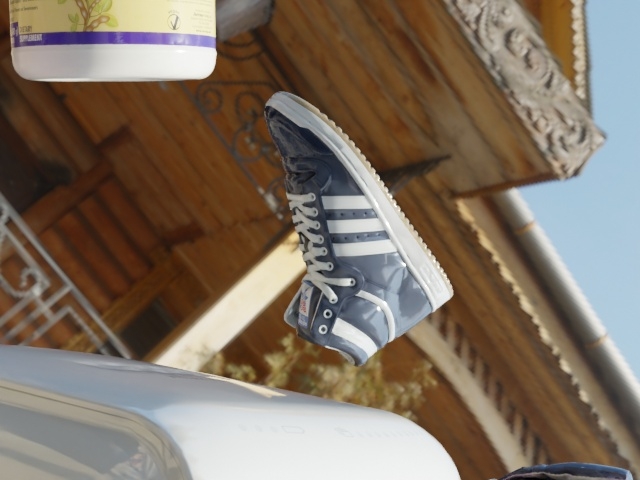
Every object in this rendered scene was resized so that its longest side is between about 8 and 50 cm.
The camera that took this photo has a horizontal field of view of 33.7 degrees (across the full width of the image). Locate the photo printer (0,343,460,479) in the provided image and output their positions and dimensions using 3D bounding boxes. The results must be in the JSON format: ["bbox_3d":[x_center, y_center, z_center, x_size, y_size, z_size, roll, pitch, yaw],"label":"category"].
[{"bbox_3d":[-0.090,0.128,0.596,0.307,0.107,0.256,5,-6,37],"label":"photo printer"}]

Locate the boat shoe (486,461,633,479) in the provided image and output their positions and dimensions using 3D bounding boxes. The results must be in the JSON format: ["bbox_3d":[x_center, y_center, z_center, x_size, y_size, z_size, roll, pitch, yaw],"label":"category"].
[{"bbox_3d":[0.144,0.260,0.936,0.340,0.127,0.158,-11,-44,27],"label":"boat shoe"}]

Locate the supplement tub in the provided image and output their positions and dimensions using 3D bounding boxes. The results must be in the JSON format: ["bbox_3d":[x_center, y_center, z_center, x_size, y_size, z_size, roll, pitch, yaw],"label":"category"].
[{"bbox_3d":[-0.244,-0.355,1.235,0.241,0.241,0.332,7,-79,46],"label":"supplement tub"}]

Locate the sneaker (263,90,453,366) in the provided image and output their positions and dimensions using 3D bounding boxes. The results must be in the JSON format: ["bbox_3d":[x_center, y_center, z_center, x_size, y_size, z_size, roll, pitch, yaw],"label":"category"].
[{"bbox_3d":[0.000,0.000,1.052,0.282,0.153,0.099,52,-10,-18],"label":"sneaker"}]
